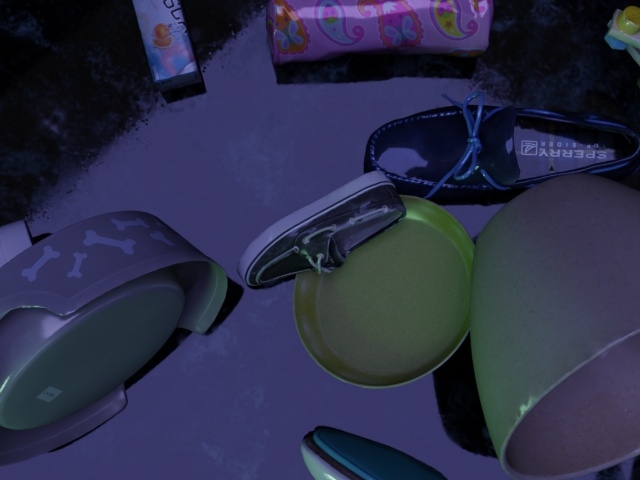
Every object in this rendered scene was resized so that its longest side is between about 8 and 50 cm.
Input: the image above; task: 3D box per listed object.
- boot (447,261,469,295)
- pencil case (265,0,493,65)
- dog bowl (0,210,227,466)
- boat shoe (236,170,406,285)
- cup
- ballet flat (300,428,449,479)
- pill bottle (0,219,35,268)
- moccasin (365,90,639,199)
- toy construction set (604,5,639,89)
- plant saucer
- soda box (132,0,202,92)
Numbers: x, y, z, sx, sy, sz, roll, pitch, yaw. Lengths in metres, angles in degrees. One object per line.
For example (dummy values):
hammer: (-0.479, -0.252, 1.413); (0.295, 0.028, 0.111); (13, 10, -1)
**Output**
boot: (0.292, 0.086, 1.465); (0.207, 0.094, 0.247); (-25, 78, 2)
pencil case: (0.070, -0.281, 1.495); (0.284, 0.124, 0.124); (-1, 84, 2)
dog bowl: (-0.273, 0.105, 1.355); (0.348, 0.349, 0.102); (-38, 71, -3)
boat shoe: (0.000, 0.000, 1.454); (0.219, 0.078, 0.070); (-33, 60, 9)
cup: (0.289, 0.068, 1.288); (0.331, 0.331, 0.237); (-24, 58, -2)
ballet flat: (0.151, 0.350, 1.432); (0.400, 0.139, 0.139); (19, 84, 2)
pill bottle: (-0.461, 0.081, 1.431); (0.278, 0.162, 0.162); (-20, 84, -11)
moccasin: (0.225, -0.124, 1.476); (0.341, 0.117, 0.138); (-6, 84, 0)
toy construction set: (0.504, -0.189, 1.465); (0.215, 0.151, 0.328); (-40, 93, -28)
plant saucer: (0.083, 0.063, 1.460); (0.240, 0.037, 0.241); (-8, 69, 21)
soda box: (-0.201, -0.284, 1.523); (0.058, 0.063, 0.183); (-16, 84, -1)
